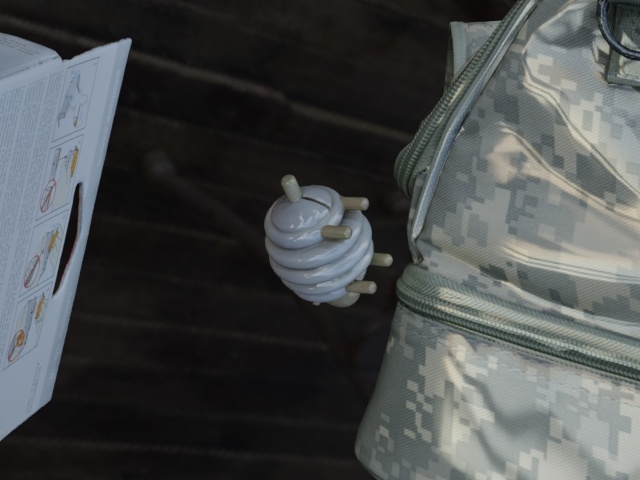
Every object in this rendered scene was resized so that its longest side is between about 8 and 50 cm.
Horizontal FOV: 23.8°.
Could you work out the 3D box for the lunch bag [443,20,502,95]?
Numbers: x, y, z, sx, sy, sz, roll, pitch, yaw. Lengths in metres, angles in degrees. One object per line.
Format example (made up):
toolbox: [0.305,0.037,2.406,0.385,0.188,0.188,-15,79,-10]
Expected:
lunch bag: [0.227,-0.062,1.387,0.235,0.287,0.169,2,174,3]

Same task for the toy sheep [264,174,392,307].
toy sheep: [0.000,0.000,1.166,0.091,0.091,0.132,-26,125,-7]

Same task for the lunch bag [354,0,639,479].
lunch bag: [0.169,-0.007,0.720,0.305,0.212,0.256,-13,118,-63]

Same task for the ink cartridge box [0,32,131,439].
ink cartridge box: [-0.207,0.010,0.919,0.060,0.239,0.275,18,107,7]
